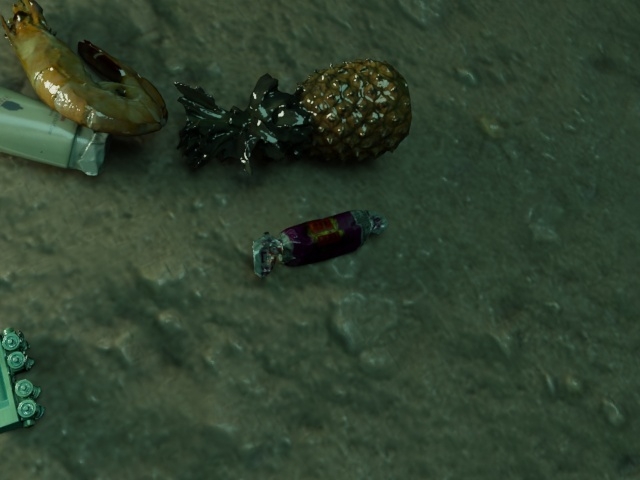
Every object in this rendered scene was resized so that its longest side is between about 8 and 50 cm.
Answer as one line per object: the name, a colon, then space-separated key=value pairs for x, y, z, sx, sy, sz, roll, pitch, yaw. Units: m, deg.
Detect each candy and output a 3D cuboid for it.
candy: x=0.000 y=0.000 z=0.838 sx=0.175 sy=0.043 sz=0.045 roll=-15 pitch=71 yaw=-29

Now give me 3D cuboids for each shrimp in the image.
shrimp: x=-0.240 y=-0.177 z=0.807 sx=0.133 sy=0.053 sz=0.236 roll=-19 pitch=52 yaw=-42

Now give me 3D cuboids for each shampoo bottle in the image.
shampoo bottle: x=-0.311 y=-0.121 z=0.772 sx=0.213 sy=0.049 sz=0.072 roll=15 pitch=49 yaw=-14

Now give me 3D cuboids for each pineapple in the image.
pineapple: x=-0.031 y=-0.128 z=0.848 sx=0.251 sy=0.125 sz=0.125 roll=-9 pitch=70 yaw=-18

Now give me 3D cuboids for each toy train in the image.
toy train: x=-0.271 y=0.122 z=0.691 sx=0.045 sy=0.029 sz=0.092 roll=-18 pitch=70 yaw=-10
